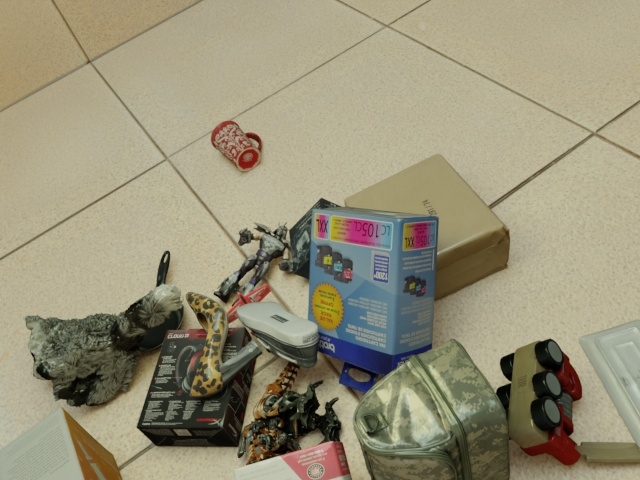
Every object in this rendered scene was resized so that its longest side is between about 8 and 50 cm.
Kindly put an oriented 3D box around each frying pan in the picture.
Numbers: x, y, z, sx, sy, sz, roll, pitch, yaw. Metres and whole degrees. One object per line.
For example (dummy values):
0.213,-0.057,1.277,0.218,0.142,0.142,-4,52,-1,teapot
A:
-0.481,0.185,1.757,0.197,0.053,0.326,-25,45,-2,frying pan

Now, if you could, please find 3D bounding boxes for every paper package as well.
0.263,-0.022,1.599,0.309,0.168,0.325,-25,47,-4,paper package

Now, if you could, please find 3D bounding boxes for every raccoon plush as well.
-0.571,0.229,1.648,0.446,0.216,0.299,-34,43,-11,raccoon plush

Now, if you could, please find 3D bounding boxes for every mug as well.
-0.266,-0.324,2.099,0.150,0.113,0.169,-35,51,-10,mug

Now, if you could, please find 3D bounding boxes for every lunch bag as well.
0.199,0.375,1.178,0.256,0.305,0.213,-22,44,-6,lunch bag

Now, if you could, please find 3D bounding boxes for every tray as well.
0.657,0.282,1.281,0.145,0.030,0.270,-18,46,4,tray

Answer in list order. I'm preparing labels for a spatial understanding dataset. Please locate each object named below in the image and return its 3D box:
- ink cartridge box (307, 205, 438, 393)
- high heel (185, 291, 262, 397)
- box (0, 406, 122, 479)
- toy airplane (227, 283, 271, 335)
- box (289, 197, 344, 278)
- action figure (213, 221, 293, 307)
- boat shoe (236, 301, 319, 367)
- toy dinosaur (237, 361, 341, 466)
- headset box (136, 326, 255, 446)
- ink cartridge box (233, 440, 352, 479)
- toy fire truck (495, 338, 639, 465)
0.110,0.132,1.394,0.151,0.396,0.270,-7,11,-43,ink cartridge box
-0.286,0.236,1.453,0.186,0.093,0.261,-37,59,-25,high heel
-0.513,0.552,1.291,0.168,0.215,0.345,-36,38,-13,box
-0.176,0.182,1.614,0.151,0.151,0.028,-38,9,-15,toy airplane
0.000,0.000,1.669,0.156,0.093,0.158,-44,39,34,box
-0.167,0.061,1.716,0.185,0.099,0.285,29,71,17,action figure
-0.102,0.220,1.471,0.108,0.102,0.301,-16,18,-35,boat shoe
-0.084,0.391,1.375,0.218,0.164,0.322,-14,64,29,toy dinosaur
-0.285,0.336,1.510,0.218,0.110,0.293,-5,48,14,headset box
-0.024,0.542,1.162,0.207,0.117,0.283,-18,69,4,ink cartridge box
0.487,0.339,1.229,0.158,0.246,0.217,-36,20,41,toy fire truck
